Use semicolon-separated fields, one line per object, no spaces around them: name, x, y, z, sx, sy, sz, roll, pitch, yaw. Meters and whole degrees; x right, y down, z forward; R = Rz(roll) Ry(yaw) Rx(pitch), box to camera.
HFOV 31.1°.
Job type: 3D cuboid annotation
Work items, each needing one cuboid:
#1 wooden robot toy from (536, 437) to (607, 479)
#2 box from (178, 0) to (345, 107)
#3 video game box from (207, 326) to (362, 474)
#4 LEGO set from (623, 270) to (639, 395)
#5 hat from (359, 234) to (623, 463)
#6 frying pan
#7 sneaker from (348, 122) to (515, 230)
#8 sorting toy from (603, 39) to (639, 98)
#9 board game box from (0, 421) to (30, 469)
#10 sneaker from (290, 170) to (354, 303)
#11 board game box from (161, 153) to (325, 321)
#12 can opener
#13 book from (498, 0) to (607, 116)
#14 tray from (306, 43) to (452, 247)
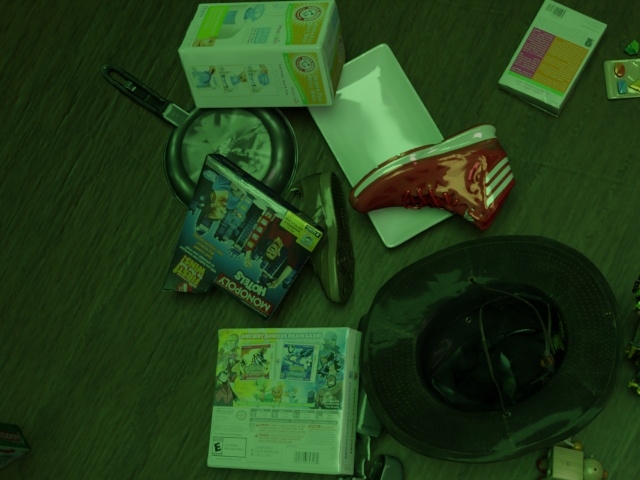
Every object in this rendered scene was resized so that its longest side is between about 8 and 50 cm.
wooden robot toy;0.324;0.286;1.467;0.079;0.076;0.173;11;64;-5
box;-0.076;-0.258;1.594;0.203;0.103;0.114;2;47;15
video game box;-0.048;0.209;1.507;0.205;0.048;0.187;-3;78;30
LEGO set;0.509;0.181;1.375;0.331;0.255;0.192;23;64;4
hat;0.221;0.151;1.469;0.331;0.134;0.331;-7;62;13
frying pan;-0.164;-0.175;1.650;0.197;0.053;0.326;-31;78;-2
sneaker;0.157;-0.059;1.529;0.221;0.087;0.128;-26;74;2
sorting toy;0.428;-0.240;1.605;0.062;0.012;0.083;-5;77;6
board game box;-0.516;0.296;1.440;0.213;0.317;0.046;-34;76;-1
sneaker;0.000;0.000;1.586;0.071;0.066;0.188;-12;71;23
board game box;-0.119;0.014;1.568;0.194;0.060;0.194;35;101;9
can opener;0.075;0.241;1.519;0.095;0.076;0.283;18;77;-22
book;0.325;-0.259;1.614;0.096;0.035;0.144;29;82;16
tray;0.094;-0.132;1.613;0.145;0.030;0.270;-28;75;-1
